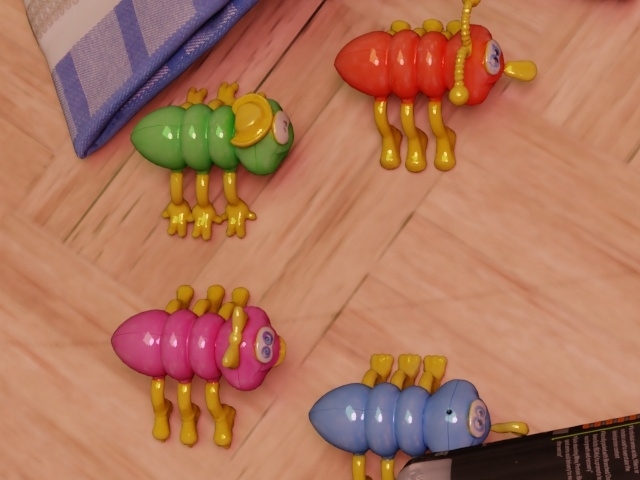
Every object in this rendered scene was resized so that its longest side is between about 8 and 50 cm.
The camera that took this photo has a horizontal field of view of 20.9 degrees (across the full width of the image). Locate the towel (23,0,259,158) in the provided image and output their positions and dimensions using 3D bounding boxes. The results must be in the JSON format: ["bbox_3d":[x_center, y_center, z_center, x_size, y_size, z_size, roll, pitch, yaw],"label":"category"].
[{"bbox_3d":[-0.116,-0.217,0.976,0.209,0.034,0.285,-39,58,30],"label":"towel"}]

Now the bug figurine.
[{"bbox_3d":[0.000,0.000,0.881,0.216,0.072,0.279,-3,69,16],"label":"bug figurine"}]

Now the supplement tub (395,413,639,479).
[{"bbox_3d":[0.135,0.136,0.761,0.190,0.117,0.117,-12,66,13],"label":"supplement tub"}]
